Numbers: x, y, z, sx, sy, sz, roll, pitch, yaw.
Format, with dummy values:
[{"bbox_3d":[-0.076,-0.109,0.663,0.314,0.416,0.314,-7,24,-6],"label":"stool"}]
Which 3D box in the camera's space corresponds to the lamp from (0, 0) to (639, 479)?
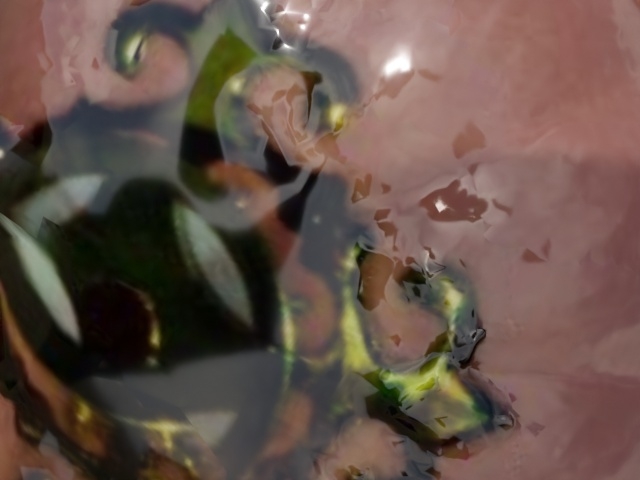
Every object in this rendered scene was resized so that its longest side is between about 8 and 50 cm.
[{"bbox_3d":[0.000,0.000,0.544,0.305,0.239,0.305,4,100,20],"label":"lamp"}]
